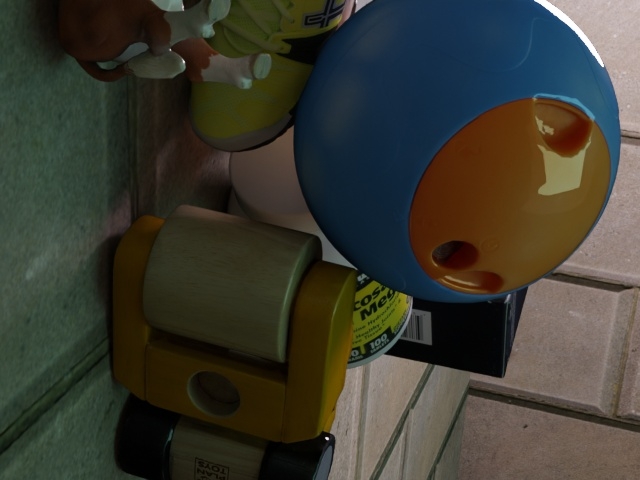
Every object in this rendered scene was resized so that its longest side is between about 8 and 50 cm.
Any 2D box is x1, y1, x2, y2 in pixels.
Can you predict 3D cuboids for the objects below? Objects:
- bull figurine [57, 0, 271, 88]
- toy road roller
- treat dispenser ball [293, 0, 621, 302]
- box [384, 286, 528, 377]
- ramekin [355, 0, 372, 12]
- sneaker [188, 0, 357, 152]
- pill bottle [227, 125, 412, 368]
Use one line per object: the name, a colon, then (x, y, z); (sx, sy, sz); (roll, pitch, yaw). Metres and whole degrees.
bull figurine: (-0.108, -0.251, 0.778); (0.101, 0.188, 0.311); (-24, 132, -49)
toy road roller: (-0.063, 0.093, 1.108); (0.241, 0.202, 0.330); (-59, 159, -53)
treat dispenser ball: (0.119, -0.088, 1.010); (0.288, 0.288, 0.288); (11, 90, -74)
box: (0.158, 0.012, 1.647); (0.183, 0.296, 0.294); (82, 24, -47)
ramekin: (0.013, -0.244, 1.288); (0.207, 0.109, 0.207); (8, 90, -69)
sneaker: (-0.030, -0.263, 1.034); (0.385, 0.145, 0.147); (-63, 159, 8)
pill bottle: (0.000, 0.000, 1.289); (0.334, 0.187, 0.188); (73, 32, -58)
